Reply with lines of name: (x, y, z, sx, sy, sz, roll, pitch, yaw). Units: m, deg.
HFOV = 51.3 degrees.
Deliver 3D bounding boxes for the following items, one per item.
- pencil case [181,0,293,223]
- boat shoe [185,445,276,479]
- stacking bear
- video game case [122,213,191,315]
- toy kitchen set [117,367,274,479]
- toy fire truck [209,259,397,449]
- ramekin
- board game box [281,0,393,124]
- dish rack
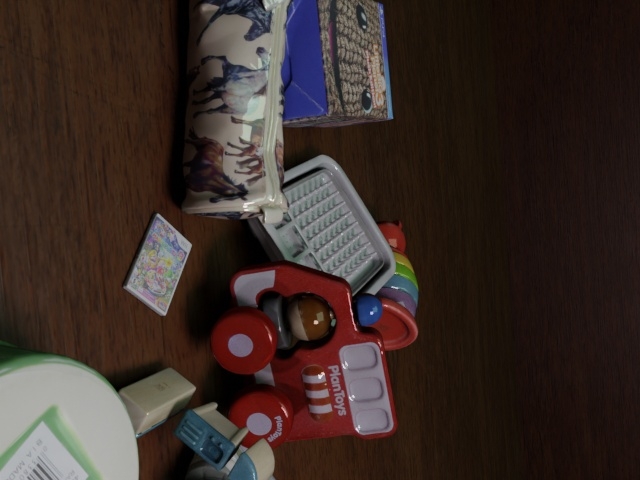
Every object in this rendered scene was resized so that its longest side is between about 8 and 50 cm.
pencil case: (-0.121, -0.222, 1.014, 0.159, 0.183, 0.411, 7, 81, -43)
boat shoe: (-0.101, 0.415, 1.059, 0.320, 0.118, 0.103, 57, 23, -31)
stacking bear: (0.134, 0.080, 1.469, 0.164, 0.175, 0.289, 27, 46, -26)
video game case: (-0.233, 0.035, 0.962, 0.087, 0.011, 0.122, 51, 45, -46)
toy kitchen set: (-0.190, 0.306, 0.882, 0.166, 0.207, 0.122, -60, 165, 13)
toy fire truck: (-0.020, 0.174, 1.037, 0.169, 0.253, 0.302, -71, 152, -76)
ramekin: (-0.320, 0.244, 0.643, 0.303, 0.148, 0.304, 10, 78, -60)
board game box: (0.010, -0.334, 1.242, 0.291, 0.141, 0.232, -19, 104, -61)
dish rack: (0.000, 0.000, 1.248, 0.286, 0.072, 0.333, 57, 34, -2)
